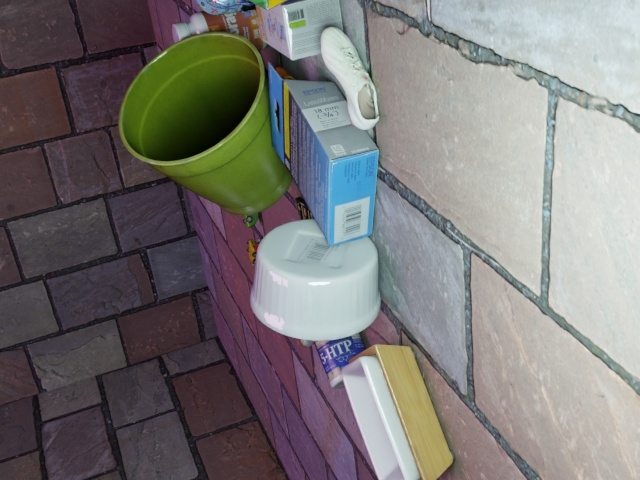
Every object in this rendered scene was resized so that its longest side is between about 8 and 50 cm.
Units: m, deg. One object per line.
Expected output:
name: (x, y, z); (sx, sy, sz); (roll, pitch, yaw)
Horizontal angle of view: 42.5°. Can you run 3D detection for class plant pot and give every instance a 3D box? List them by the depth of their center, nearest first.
plant pot: (-0.233, -0.243, 1.980); (0.366, 0.366, 0.353); (62, -175, 35)

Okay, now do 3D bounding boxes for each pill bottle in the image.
pill bottle: (0.045, 0.250, 1.976); (0.112, 0.112, 0.186); (106, 144, -63)
pill bottle: (-0.248, -0.509, 2.023); (0.121, 0.216, 0.121); (163, 90, -75)

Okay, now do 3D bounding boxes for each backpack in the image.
backpack: (-0.203, -0.594, 1.861); (0.117, 0.173, 0.158); (-155, 52, -70)

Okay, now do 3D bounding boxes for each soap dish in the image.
soap dish: (0.155, 0.361, 1.696); (0.229, 0.118, 0.291); (124, 128, -70)

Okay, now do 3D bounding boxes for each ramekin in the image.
ramekin: (-0.008, 0.070, 1.700); (0.277, 0.277, 0.135); (-127, 33, -52)

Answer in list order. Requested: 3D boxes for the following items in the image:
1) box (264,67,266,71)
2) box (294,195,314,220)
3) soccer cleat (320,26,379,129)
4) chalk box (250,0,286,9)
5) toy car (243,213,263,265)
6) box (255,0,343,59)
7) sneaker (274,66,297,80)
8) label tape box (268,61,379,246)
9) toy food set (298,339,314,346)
box: (-0.228, -0.472, 2.205); (0.184, 0.103, 0.261); (132, 120, -68)
box: (0.000, 0.000, 2.007); (0.184, 0.045, 0.190); (-137, 33, -66)
soccer cleat: (0.059, -0.295, 1.476); (0.196, 0.068, 0.076); (68, 160, -6)
chalk box: (-0.133, -0.570, 1.472); (0.289, 0.180, 0.179); (35, 145, 29)
toy car: (-0.211, -0.032, 2.683); (0.239, 0.053, 0.225); (169, 85, -74)
box: (-0.044, -0.430, 1.590); (0.203, 0.114, 0.103); (-132, 28, -58)
sneaker: (-0.057, -0.341, 1.860); (0.175, 0.064, 0.067); (59, 137, 32)
label tape box: (0.001, -0.191, 1.691); (0.240, 0.106, 0.333); (91, 157, -48)
toy food set: (-0.040, 0.162, 2.175); (0.104, 0.111, 0.232); (137, 118, -73)
